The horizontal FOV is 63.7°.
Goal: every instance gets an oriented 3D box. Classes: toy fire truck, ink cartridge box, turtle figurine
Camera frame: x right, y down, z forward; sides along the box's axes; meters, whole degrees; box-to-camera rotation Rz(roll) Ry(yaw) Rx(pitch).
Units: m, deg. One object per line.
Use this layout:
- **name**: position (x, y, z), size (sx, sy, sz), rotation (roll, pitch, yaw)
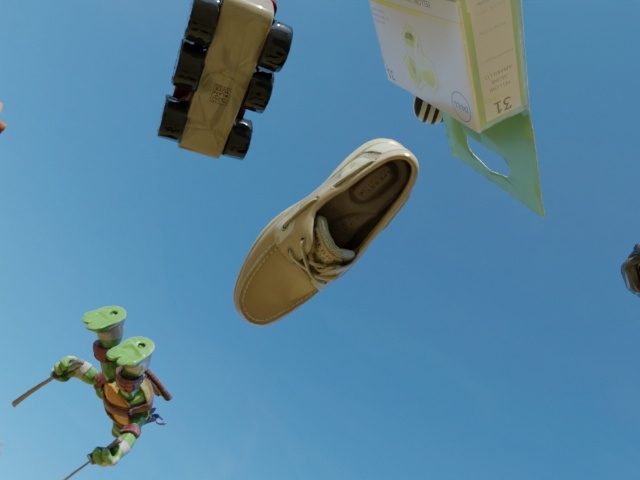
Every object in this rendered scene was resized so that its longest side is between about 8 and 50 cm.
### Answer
- **toy fire truck**: position (-0.152, -0.267, 0.696), size (0.158, 0.246, 0.217), rotation (13, -48, -21)
- **ink cartridge box**: position (0.119, -0.136, 0.464), size (0.056, 0.171, 0.235), rotation (-26, -54, -4)
- **turtle figurine**: position (-0.378, 0.260, 0.843), size (0.274, 0.198, 0.266), rotation (7, -60, -19)

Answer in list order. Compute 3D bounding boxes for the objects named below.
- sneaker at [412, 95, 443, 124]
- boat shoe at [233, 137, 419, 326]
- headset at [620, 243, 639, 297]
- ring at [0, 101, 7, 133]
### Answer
- **sneaker**: position (0.200, -0.310, 0.835), size (0.086, 0.132, 0.229), rotation (19, -69, -3)
- **boat shoe**: position (0.000, 0.000, 0.629), size (0.109, 0.098, 0.302), rotation (43, -79, -12)
- **headset**: position (0.458, -0.038, 0.536), size (0.185, 0.394, 0.243), rotation (52, -16, -18)
- **ring**: position (-0.562, -0.065, 0.735), size (0.336, 0.337, 0.032), rotation (-16, -44, 35)
